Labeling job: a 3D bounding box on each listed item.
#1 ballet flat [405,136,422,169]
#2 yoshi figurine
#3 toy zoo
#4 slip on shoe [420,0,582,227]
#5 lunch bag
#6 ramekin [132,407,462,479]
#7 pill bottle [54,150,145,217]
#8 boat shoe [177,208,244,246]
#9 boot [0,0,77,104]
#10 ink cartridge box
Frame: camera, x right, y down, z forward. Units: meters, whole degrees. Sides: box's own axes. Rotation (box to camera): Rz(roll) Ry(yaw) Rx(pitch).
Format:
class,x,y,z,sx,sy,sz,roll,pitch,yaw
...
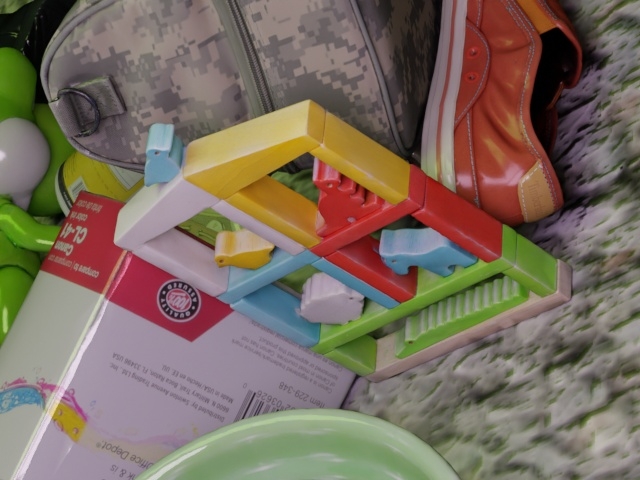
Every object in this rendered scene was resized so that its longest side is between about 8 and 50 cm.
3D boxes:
class,x,y,z,sx,sy,sz,roll,pitch,yaw
ballet flat,0.043,-0.108,1.521,0.086,0.086,0.248,-59,33,1
yoshi figurine,-0.286,0.003,1.832,0.203,0.203,0.362,109,164,-72
toy zoo,0.000,0.000,1.292,0.192,0.293,0.030,-27,45,39
slip on shoe,0.141,-0.141,1.402,0.101,0.123,0.331,-3,52,16
lunch bag,-0.049,-0.182,1.411,0.256,0.213,0.305,-6,32,18
ramekin,-0.016,0.265,1.164,0.303,0.148,0.303,-17,44,17
pill bottle,-0.143,-0.078,1.718,0.184,0.103,0.103,-39,38,28
boat shoe,-0.101,-0.001,1.649,0.153,0.056,0.048,1,61,46
boot,-0.366,-0.150,2.076,0.207,0.094,0.246,-10,51,46
ink cartridge box,-0.134,0.149,1.418,0.131,0.226,0.306,20,81,57
